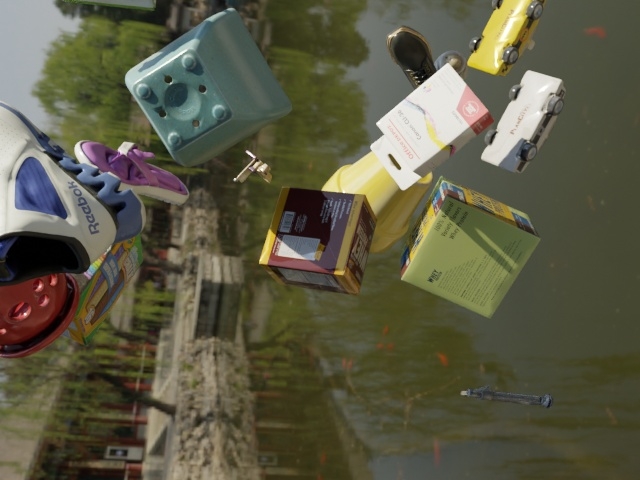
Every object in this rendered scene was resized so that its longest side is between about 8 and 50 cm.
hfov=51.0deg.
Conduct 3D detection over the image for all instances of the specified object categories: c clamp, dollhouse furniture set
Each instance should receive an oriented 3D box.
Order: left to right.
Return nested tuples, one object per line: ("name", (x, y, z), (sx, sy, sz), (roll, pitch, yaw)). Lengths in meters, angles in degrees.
("dollhouse furniture set", (-0.164, -0.155, 1.732), (0.081, 0.091, 0.114), (-49, -33, -5))
("c clamp", (0.287, 0.241, 1.023), (0.137, 0.161, 0.022), (142, 135, -67))

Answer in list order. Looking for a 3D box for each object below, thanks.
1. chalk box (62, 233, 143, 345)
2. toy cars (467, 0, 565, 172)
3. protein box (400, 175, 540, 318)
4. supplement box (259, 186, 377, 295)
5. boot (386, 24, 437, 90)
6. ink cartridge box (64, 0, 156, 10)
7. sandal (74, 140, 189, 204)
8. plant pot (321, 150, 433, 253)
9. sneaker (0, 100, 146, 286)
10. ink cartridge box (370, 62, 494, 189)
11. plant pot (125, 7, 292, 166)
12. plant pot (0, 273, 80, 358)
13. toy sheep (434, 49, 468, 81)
("chalk box", (-0.469, 0.022, 1.321), (0.179, 0.180, 0.288), (106, -171, -55))
("toy cars", (0.386, -0.311, 1.296), (0.177, 0.087, 0.393), (-19, 65, 39))
("protein box", (0.294, 0.012, 1.362), (0.136, 0.201, 0.199), (-78, 13, -67))
("supplement box", (0.000, 0.000, 1.473), (0.129, 0.194, 0.191), (55, -134, -60))
("boot", (0.209, -0.325, 1.341), (0.077, 0.198, 0.137), (-31, 49, 21))
("ink cartridge box", (-0.417, -0.541, 1.266), (0.255, 0.189, 0.096), (137, 137, -80))
("sandal", (-0.469, -0.196, 1.735), (0.102, 0.169, 0.416), (-47, -19, 10))
("plant pot", (0.166, -0.133, 1.791), (0.239, 0.254, 0.254), (-46, 33, 36))
("sneaker", (-0.398, -0.053, 0.845), (0.127, 0.316, 0.182), (-57, 6, 41))
("ink cartridge box", (0.181, -0.190, 1.156), (0.115, 0.198, 0.067), (55, -164, 18))
("plant pot", (-0.237, -0.288, 1.330), (0.247, 0.248, 0.252), (59, -164, -13))
("plant pot", (-0.480, 0.075, 1.034), (0.174, 0.191, 0.191), (63, -164, -45))
("toy sheep", (0.311, -0.406, 1.608), (0.132, 0.091, 0.091), (104, 171, -81))
